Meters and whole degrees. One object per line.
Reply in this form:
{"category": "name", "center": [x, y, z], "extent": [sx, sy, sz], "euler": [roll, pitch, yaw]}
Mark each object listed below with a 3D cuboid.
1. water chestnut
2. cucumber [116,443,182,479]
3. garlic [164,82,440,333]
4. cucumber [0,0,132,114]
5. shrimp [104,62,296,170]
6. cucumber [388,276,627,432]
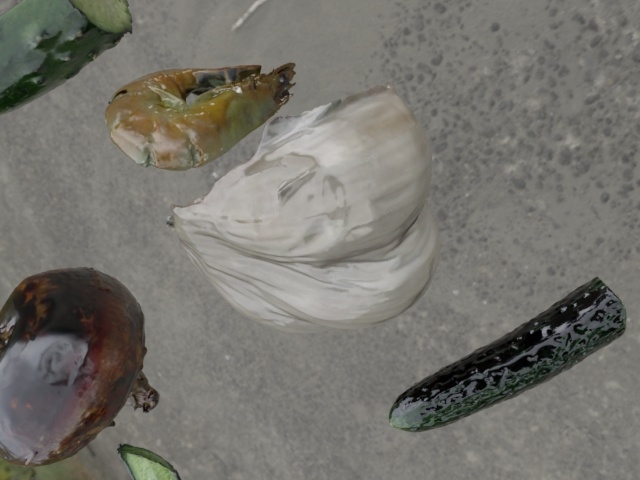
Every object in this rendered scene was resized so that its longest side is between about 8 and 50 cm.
{"category": "water chestnut", "center": [-0.415, 0.226, 1.186], "extent": [0.302, 0.350, 0.350], "euler": [28, 154, -30]}
{"category": "cucumber", "center": [-0.237, 0.400, 1.092], "extent": [0.220, 0.070, 0.046], "euler": [63, -175, 1]}
{"category": "garlic", "center": [0.000, 0.000, 0.494], "extent": [0.143, 0.178, 0.229], "euler": [61, 163, 2]}
{"category": "cucumber", "center": [-0.384, -0.205, 0.844], "extent": [0.325, 0.145, 0.105], "euler": [-24, 118, 14]}
{"category": "shrimp", "center": [-0.127, -0.162, 0.818], "extent": [0.145, 0.267, 0.061], "euler": [42, 146, 22]}
{"category": "cucumber", "center": [0.152, 0.106, 0.588], "extent": [0.058, 0.214, 0.052], "euler": [46, -164, -47]}
